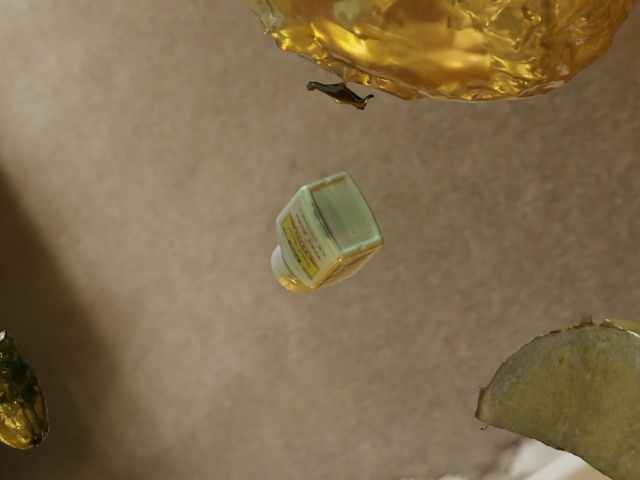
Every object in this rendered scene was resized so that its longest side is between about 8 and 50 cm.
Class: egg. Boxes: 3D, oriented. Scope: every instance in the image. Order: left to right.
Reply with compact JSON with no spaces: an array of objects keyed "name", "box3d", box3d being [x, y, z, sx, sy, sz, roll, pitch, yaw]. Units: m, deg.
[{"name":"egg","box3d":[0.062,-0.225,1.190,0.310,0.279,0.279,35,153,-14]}]

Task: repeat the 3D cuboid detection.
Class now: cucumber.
[{"name":"cucumber","box3d":[-0.264,0.135,1.586,0.107,0.067,0.035,61,-177,-27]}]

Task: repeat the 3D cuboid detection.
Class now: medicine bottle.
[{"name":"medicine bottle","box3d":[0.000,0.000,1.615,0.074,0.055,0.118,62,152,11]}]

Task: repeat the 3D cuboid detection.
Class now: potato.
[{"name":"potato","box3d":[0.253,0.129,1.597,0.243,0.098,0.138,23,109,44]}]
